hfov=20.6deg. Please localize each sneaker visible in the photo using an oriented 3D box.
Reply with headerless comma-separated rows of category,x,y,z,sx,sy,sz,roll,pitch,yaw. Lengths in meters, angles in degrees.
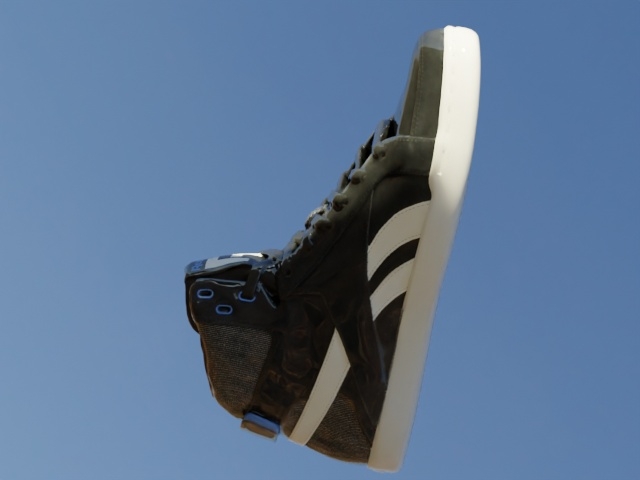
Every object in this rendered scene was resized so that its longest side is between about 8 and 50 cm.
sneaker,0.000,0.000,0.816,0.121,0.079,0.217,11,-75,1
